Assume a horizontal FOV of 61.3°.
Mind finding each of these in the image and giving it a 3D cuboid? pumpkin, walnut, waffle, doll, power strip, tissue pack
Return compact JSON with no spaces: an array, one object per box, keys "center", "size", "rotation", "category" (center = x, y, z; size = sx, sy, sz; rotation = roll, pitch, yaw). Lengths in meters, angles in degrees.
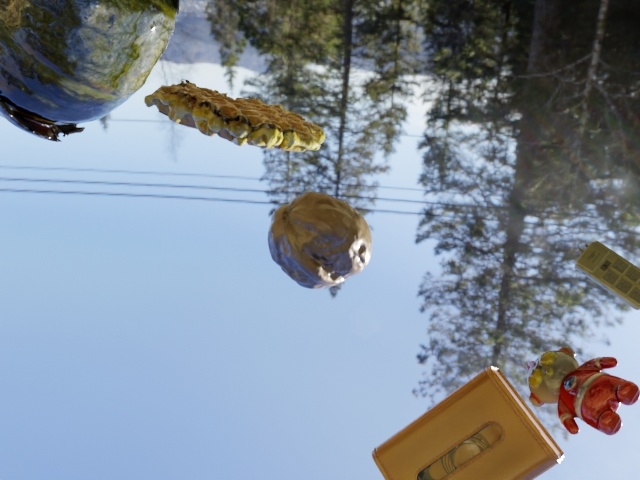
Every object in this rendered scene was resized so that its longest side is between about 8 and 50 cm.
[{"center":[-0.299,-0.287,0.624],"size":[0.320,0.320,0.192],"rotation":[19,-177,42],"category":"pumpkin"},{"center":[-0.002,0.002,1.399],"size":[0.273,0.273,0.227],"rotation":[-3,-149,-18],"category":"walnut"},{"center":[-0.139,-0.216,0.943],"size":[0.281,0.058,0.301],"rotation":[33,-156,35],"category":"waffle"},{"center":[0.428,0.246,0.926],"size":[0.076,0.142,0.245],"rotation":[37,176,-15],"category":"doll"},{"center":[0.607,0.066,1.120],"size":[0.169,0.076,0.028],"rotation":[39,176,22],"category":"power strip"},{"center":[0.263,0.385,0.974],"size":[0.194,0.274,0.145],"rotation":[55,-169,25],"category":"tissue pack"}]
